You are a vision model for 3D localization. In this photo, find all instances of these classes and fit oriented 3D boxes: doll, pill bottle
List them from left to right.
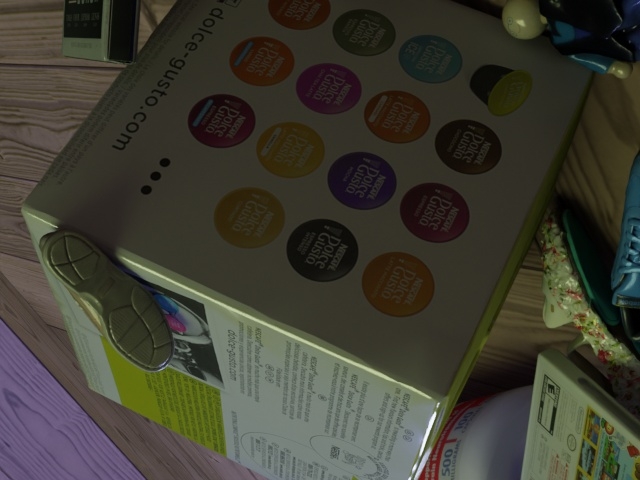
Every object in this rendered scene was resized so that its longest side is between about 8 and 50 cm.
[{"bbox_3d":[0.191,0.320,1.388,0.229,0.229,0.407,42,153,-7],"label":"pill bottle"},{"bbox_3d":[0.211,-0.164,0.801,0.189,0.046,0.129,17,150,48],"label":"doll"}]

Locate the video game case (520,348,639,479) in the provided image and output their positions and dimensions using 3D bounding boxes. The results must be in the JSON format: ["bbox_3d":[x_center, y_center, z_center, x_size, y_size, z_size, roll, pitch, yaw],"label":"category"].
[{"bbox_3d":[0.262,0.249,1.040,0.206,0.026,0.227,-134,40,-53],"label":"video game case"}]

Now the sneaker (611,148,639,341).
[{"bbox_3d":[0.288,0.010,0.945,0.069,0.082,0.209,24,149,31],"label":"sneaker"}]

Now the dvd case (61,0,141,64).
[{"bbox_3d":[-0.169,-0.261,0.863,0.029,0.239,0.179,2,-171,-24],"label":"dvd case"}]

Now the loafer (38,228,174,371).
[{"bbox_3d":[-0.149,0.040,0.770,0.125,0.045,0.039,53,161,-23],"label":"loafer"}]

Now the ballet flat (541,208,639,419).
[{"bbox_3d":[0.261,0.082,1.050,0.077,0.091,0.241,-27,104,29],"label":"ballet flat"}]

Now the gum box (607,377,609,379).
[{"bbox_3d":[0.370,0.223,1.145,0.188,0.107,0.062,40,155,-3],"label":"gum box"}]

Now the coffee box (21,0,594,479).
[{"bbox_3d":[0.000,0.000,0.961,0.334,0.338,0.338,24,151,11],"label":"coffee box"}]
